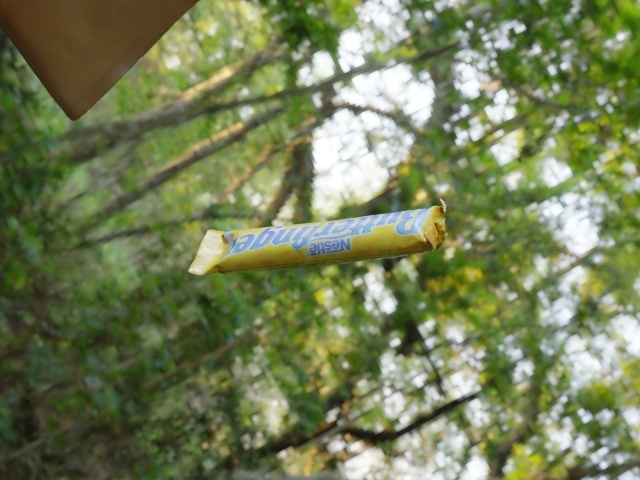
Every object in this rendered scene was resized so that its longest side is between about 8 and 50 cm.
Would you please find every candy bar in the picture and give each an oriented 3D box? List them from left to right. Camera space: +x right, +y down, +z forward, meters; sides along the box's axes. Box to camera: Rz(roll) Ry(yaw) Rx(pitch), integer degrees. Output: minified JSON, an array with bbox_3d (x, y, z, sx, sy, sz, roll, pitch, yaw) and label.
[{"bbox_3d":[0.000,0.000,0.766,0.040,0.161,0.018,-70,146,-48],"label":"candy bar"}]

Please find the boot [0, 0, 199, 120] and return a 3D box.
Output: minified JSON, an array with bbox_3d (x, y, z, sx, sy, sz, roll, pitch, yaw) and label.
[{"bbox_3d":[-0.167,-0.154,0.428,0.280,0.264,0.096,50,-4,-23],"label":"boot"}]
